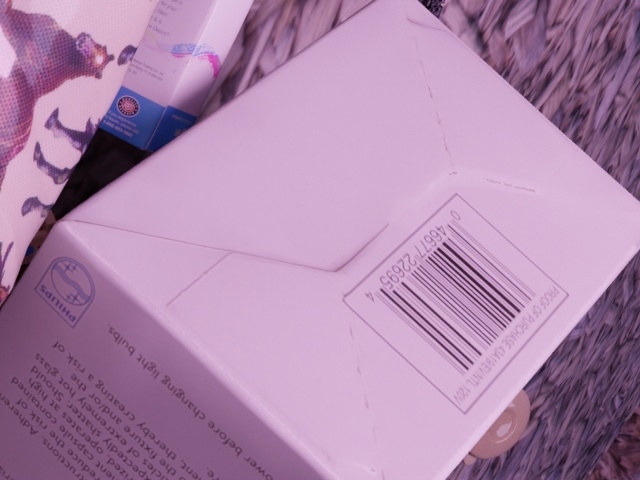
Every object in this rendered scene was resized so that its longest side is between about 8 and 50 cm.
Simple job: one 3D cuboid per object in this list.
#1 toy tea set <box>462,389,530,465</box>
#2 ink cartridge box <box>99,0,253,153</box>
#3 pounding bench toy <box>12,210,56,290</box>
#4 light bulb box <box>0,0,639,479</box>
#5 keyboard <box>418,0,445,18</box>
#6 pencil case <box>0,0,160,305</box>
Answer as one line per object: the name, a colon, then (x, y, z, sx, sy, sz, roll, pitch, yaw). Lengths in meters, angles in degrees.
toy tea set: (0.094, 0.170, 1.887, 0.336, 0.124, 0.200, -42, 129, -12)
ink cartridge box: (-0.098, -0.120, 1.033, 0.122, 0.088, 0.052, -64, 161, 5)
pounding bench toy: (-0.190, -0.012, 1.009, 0.065, 0.083, 0.052, -15, 140, -22)
light bulb box: (-0.045, 0.093, 1.088, 0.358, 0.225, 0.361, -40, 172, -49)
keyboard: (0.074, -0.172, 1.516, 0.108, 0.023, 0.180, -24, 137, -61)
pencil case: (-0.160, -0.083, 0.811, 0.410, 0.160, 0.183, -63, 165, 0)
